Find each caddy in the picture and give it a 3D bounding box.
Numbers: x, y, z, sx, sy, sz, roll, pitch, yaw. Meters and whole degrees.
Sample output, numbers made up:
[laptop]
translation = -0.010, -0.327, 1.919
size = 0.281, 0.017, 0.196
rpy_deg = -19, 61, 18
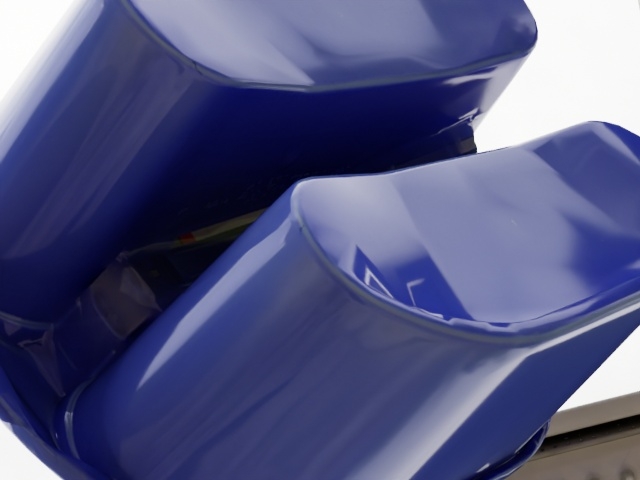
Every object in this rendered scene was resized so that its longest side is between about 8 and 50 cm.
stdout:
[caddy]
translation = 0.000, 0.000, 0.628
size = 0.241, 0.341, 0.179
rpy_deg = 53, -55, 17

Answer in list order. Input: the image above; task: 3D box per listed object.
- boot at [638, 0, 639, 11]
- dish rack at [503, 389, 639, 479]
[boot]
translation = 0.391, -0.213, 1.411
size = 0.076, 0.208, 0.190
rpy_deg = -24, -104, -18
[dish rack]
translation = 0.255, 0.264, 1.043
size = 0.285, 0.072, 0.333
rpy_deg = -15, -89, 8
